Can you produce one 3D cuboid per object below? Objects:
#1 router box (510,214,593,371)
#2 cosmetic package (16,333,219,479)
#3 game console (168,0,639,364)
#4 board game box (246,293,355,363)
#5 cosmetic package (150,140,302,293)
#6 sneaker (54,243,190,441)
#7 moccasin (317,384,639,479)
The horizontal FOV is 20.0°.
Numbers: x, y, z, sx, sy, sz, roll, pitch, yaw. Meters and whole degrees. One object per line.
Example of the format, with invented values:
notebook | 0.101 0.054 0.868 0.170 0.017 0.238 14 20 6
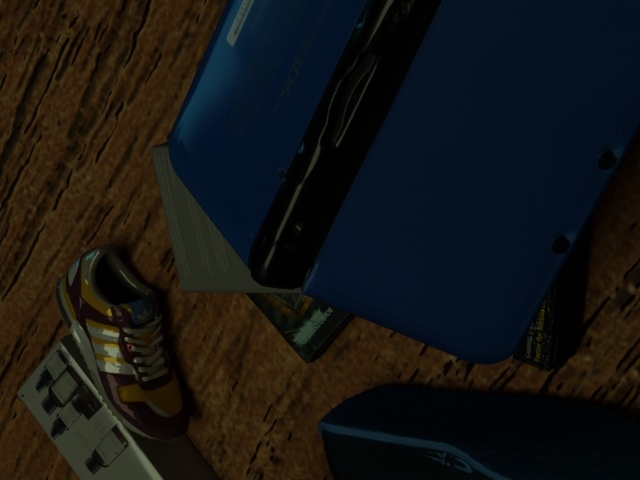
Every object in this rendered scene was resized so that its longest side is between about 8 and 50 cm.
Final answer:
router box | 0.134 -0.007 1.348 0.133 0.046 0.179 20 119 34
cosmetic package | -0.175 0.201 1.676 0.239 0.060 0.099 51 132 11
game console | 0.061 -0.104 1.212 0.250 0.173 0.293 51 123 45
board game box | 0.000 0.000 1.474 0.126 0.026 0.186 49 130 12
cosmetic package | -0.010 -0.029 1.372 0.238 0.107 0.127 0 105 42
sneaker | -0.168 0.092 1.620 0.185 0.069 0.084 55 137 6
moccasin | 0.145 0.188 1.384 0.342 0.137 0.117 10 119 52
